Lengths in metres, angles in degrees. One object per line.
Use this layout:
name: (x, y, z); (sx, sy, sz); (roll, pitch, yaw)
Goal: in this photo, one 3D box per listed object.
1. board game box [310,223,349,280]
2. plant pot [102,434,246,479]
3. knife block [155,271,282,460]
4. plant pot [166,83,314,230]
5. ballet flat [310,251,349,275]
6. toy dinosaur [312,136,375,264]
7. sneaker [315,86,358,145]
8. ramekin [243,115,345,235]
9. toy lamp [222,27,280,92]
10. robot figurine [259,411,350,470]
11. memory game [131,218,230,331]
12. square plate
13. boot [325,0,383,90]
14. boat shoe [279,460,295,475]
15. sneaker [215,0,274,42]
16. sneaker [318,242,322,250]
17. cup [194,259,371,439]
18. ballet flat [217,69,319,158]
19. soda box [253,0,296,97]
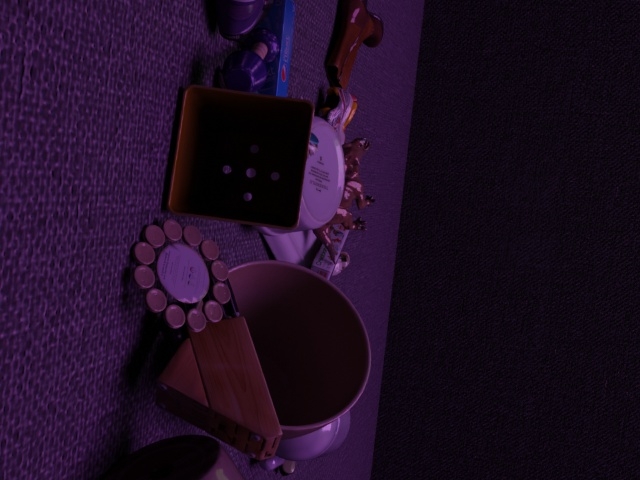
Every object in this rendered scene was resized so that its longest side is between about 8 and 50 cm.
board game box: (-0.013, 0.124, 2.079); (0.193, 0.053, 0.305); (-66, 177, -52)
plant pot: (-0.203, 0.462, 1.231); (0.323, 0.323, 0.280); (-51, 128, -66)
knife block: (-0.144, 0.182, 1.304); (0.242, 0.276, 0.088); (-58, 171, -37)
plant pot: (-0.128, -0.128, 1.391); (0.187, 0.212, 0.212); (96, 2, -87)
ballet flat: (0.034, 0.066, 2.374); (0.248, 0.086, 0.086); (-21, 117, -74)
toy dinosaur: (0.029, -0.102, 1.908); (0.200, 0.127, 0.295); (19, 91, -61)
sneaker: (0.017, -0.302, 2.152); (0.093, 0.088, 0.225); (32, 70, -41)
ramekin: (-0.049, -0.142, 1.702); (0.273, 0.127, 0.272); (-8, 99, -63)
toy lamp: (-0.124, -0.318, 1.449); (0.274, 0.080, 0.080); (-84, 175, -65)
robot figurine: (-0.040, 0.435, 2.002); (0.300, 0.200, 0.353); (-56, 163, -3)
memory game: (-0.214, 0.054, 1.265); (0.186, 0.012, 0.186); (25, 52, -37)
square plate: (-0.039, -0.104, 1.954); (0.344, 0.049, 0.347); (65, 38, -54)
boot: (0.101, -0.537, 2.314); (0.264, 0.096, 0.280); (62, 38, -68)
boat shoe: (-0.087, 0.576, 2.227); (0.042, 0.049, 0.133); (125, -21, -52)
sneaker: (-0.124, -0.460, 1.472); (0.283, 0.107, 0.124); (-63, 171, -45)
sneaker: (0.000, 0.000, 2.202); (0.222, 0.083, 0.118); (-47, 154, -56)
cup: (-0.104, 0.235, 1.512); (0.237, 0.331, 0.331); (123, -11, -50)
ballet flat: (-0.108, -0.217, 1.507); (0.077, 0.241, 0.091); (-43, -154, 22)
soda box: (-0.099, -0.376, 1.626); (0.071, 0.067, 0.210); (-14, 111, -75)
